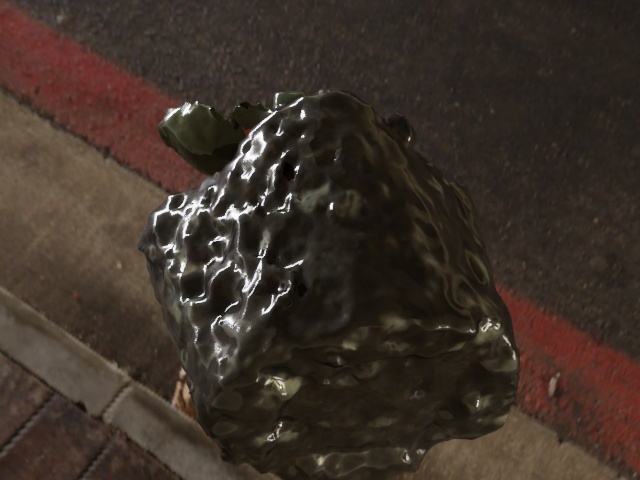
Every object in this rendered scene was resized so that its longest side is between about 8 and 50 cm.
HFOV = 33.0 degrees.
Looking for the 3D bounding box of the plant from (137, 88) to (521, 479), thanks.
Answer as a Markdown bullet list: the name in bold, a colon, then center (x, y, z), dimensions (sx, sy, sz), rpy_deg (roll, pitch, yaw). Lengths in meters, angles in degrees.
- **plant**: center (0.000, 0.000, 0.762), dimensions (0.213, 0.215, 0.312), rpy_deg (-31, 45, 21)
